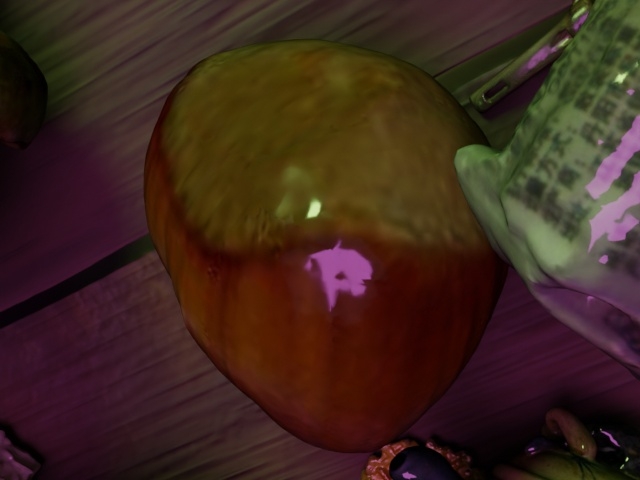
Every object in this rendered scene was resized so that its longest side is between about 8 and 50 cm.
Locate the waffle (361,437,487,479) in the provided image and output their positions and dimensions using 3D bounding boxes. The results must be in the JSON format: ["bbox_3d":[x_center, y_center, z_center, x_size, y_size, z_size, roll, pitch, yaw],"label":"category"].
[{"bbox_3d":[0.066,0.160,0.700,0.085,0.016,0.078,-4,107,16],"label":"waffle"}]

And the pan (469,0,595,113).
[{"bbox_3d":[0.173,-0.123,0.560,0.128,0.048,0.202,28,113,5],"label":"pan"}]

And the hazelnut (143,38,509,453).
[{"bbox_3d":[0.008,-0.003,0.587,0.210,0.210,0.186,42,90,-1],"label":"hazelnut"}]

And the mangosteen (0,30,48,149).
[{"bbox_3d":[-0.337,-0.060,0.600,0.330,0.330,0.330,5,109,14],"label":"mangosteen"}]

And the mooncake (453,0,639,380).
[{"bbox_3d":[0.206,-0.040,0.499,0.250,0.136,0.254,32,108,-28],"label":"mooncake"}]

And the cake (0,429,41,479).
[{"bbox_3d":[-0.286,0.197,0.748,0.135,0.134,0.147,32,119,2],"label":"cake"}]

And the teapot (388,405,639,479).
[{"bbox_3d":[0.145,0.191,0.625,0.269,0.173,0.182,25,82,-18],"label":"teapot"}]
